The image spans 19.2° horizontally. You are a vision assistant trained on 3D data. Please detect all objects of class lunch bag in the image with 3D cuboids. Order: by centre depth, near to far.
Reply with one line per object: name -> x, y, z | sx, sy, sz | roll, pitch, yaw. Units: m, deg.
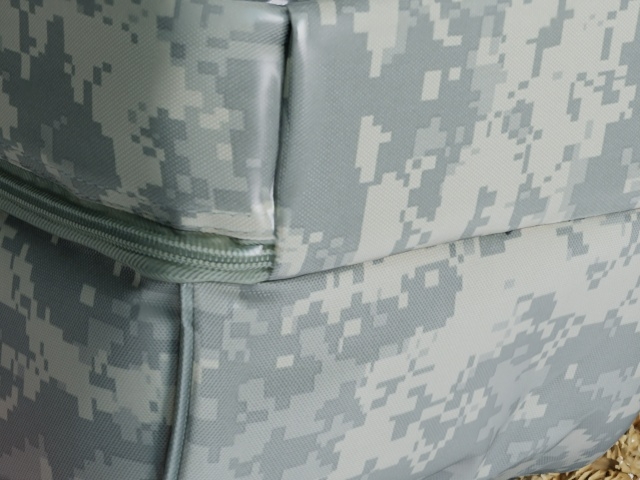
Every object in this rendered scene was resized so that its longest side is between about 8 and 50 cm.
lunch bag -> 0.000, 0.000, 0.738 | 0.305, 0.212, 0.256 | -10, 109, -40

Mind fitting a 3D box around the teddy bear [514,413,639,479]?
teddy bear -> 0.181, 0.080, 0.981 | 0.338, 0.113, 0.245 | 49, 62, -36
